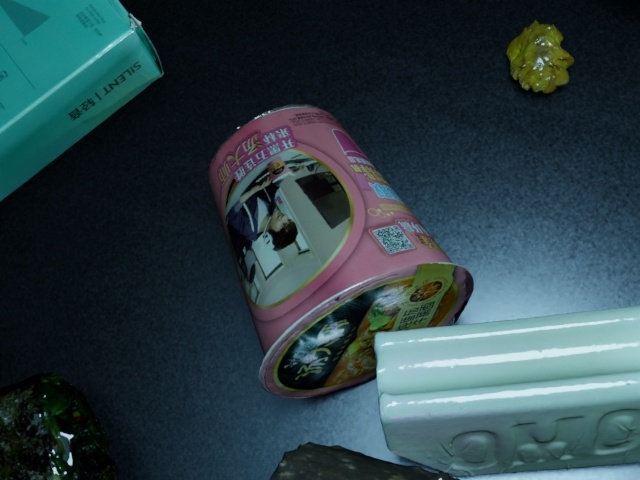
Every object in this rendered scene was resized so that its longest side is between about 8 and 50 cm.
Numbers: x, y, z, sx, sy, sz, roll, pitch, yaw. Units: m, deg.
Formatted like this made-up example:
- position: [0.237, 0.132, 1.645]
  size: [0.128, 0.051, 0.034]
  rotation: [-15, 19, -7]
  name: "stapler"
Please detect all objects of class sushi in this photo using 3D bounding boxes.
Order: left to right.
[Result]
- position: [-0.284, 0.252, 0.866]
  size: [0.127, 0.124, 0.225]
  rotation: [-24, 63, 0]
  name: "sushi"

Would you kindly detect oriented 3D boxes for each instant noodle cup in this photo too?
- position: [0.000, 0.000, 0.863]
  size: [0.243, 0.244, 0.255]
  rotation: [-27, 61, 0]
  name: "instant noodle cup"

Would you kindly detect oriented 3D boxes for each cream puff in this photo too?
- position: [0.256, -0.215, 0.968]
  size: [0.083, 0.058, 0.083]
  rotation: [20, 77, 17]
  name: "cream puff"

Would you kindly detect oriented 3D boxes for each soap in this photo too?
- position: [0.204, 0.150, 0.785]
  size: [0.289, 0.173, 0.095]
  rotation: [-7, 52, 7]
  name: "soap"

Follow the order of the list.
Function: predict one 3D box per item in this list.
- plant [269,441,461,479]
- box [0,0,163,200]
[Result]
- position: [0.093, 0.307, 0.738]
  size: [0.320, 0.194, 0.182]
  rotation: [16, 99, 22]
  name: "plant"
- position: [-0.381, -0.209, 1.041]
  size: [0.311, 0.118, 0.205]
  rotation: [-40, 72, -5]
  name: "box"
